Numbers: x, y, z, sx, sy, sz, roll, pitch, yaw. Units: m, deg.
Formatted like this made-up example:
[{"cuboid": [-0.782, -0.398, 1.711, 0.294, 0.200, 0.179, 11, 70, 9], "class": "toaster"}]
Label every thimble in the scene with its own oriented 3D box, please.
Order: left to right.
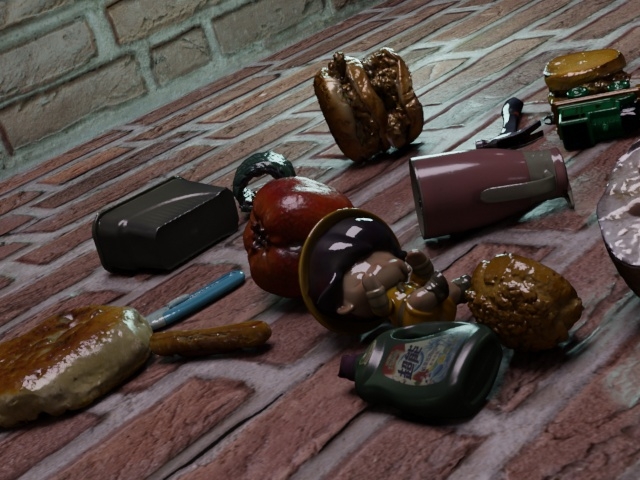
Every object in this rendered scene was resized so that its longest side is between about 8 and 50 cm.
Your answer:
[{"cuboid": [-0.122, -0.125, 2.292, 0.135, 0.118, 0.090, -14, 19, 8], "class": "thimble"}]

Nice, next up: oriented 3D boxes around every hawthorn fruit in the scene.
[{"cuboid": [0.000, 0.000, 1.796, 0.243, 0.207, 0.207, 4, 8, -29], "class": "hawthorn fruit"}]

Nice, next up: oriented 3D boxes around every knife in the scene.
[{"cuboid": [-0.227, 0.104, 1.897, 0.222, 0.031, 0.064, -29, 19, -30], "class": "knife"}]

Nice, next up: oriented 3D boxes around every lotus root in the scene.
[{"cuboid": [0.494, -0.007, 1.377, 0.272, 0.192, 0.272, -16, 39, 13], "class": "lotus root"}]

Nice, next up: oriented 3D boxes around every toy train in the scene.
[{"cuboid": [0.554, -0.245, 2.110, 0.228, 0.091, 0.136, -7, 33, 24], "class": "toy train"}]

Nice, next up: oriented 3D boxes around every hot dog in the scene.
[{"cuboid": [-0.173, 0.158, 1.687, 0.216, 0.047, 0.066, -8, 7, 24], "class": "hot dog"}]

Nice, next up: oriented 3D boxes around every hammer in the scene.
[{"cuboid": [0.422, -0.260, 2.327, 0.137, 0.037, 0.290, -11, 21, 19], "class": "hammer"}]

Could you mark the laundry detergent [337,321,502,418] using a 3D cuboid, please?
[{"cuboid": [0.119, 0.161, 1.385, 0.222, 0.078, 0.144, 0, 44, 43], "class": "laundry detergent"}]

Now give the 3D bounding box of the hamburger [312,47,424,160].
[{"cuboid": [0.104, -0.320, 2.427, 0.211, 0.260, 0.245, -22, 27, -4], "class": "hamburger"}]

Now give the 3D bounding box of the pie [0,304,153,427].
[{"cuboid": [-0.430, 0.192, 1.750, 0.315, 0.092, 0.315, -17, 20, 6], "class": "pie"}]

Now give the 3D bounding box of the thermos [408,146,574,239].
[{"cuboid": [0.296, -0.092, 1.838, 0.265, 0.146, 0.176, -10, 14, 3], "class": "thermos"}]

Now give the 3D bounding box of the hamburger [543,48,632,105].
[{"cuboid": [0.581, -0.339, 2.291, 0.191, 0.118, 0.182, -2, 28, 45], "class": "hamburger"}]

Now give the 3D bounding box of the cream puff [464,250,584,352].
[{"cuboid": [0.260, 0.086, 1.393, 0.150, 0.165, 0.115, 30, 80, 16], "class": "cream puff"}]

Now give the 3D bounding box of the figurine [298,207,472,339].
[{"cuboid": [0.080, 0.067, 1.561, 0.192, 0.167, 0.257, -17, 38, -39], "class": "figurine"}]

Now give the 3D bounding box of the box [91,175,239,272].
[{"cuboid": [-0.316, -0.033, 2.195, 0.178, 0.138, 0.274, 8, 32, 41], "class": "box"}]
